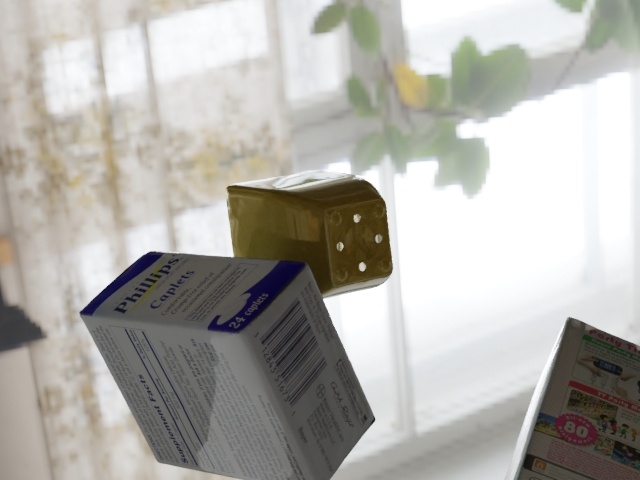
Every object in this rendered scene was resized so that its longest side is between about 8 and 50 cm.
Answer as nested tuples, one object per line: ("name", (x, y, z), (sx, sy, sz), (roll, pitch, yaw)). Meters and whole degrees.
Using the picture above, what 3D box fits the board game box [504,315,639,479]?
("board game box", (0.252, 0.214, 1.256), (0.224, 0.097, 0.303), (22, -142, 7))

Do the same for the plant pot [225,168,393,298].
("plant pot", (0.000, 0.000, 1.013), (0.081, 0.081, 0.083), (-11, -172, -34))

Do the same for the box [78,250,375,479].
("box", (-0.055, 0.077, 0.983), (0.137, 0.126, 0.072), (4, -141, 39))
